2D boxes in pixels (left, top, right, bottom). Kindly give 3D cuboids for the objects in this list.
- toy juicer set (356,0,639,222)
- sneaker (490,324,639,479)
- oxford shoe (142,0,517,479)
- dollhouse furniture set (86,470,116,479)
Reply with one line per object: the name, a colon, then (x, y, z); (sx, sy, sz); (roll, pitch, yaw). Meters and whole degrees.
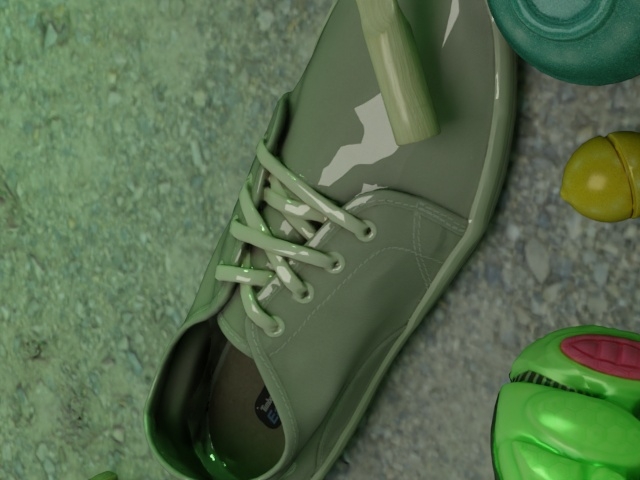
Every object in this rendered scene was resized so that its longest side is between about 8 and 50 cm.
toy juicer set: (0.153, -0.121, 1.051); (0.329, 0.089, 0.209); (10, 109, 25)
sneaker: (0.247, 0.252, 0.926); (0.483, 0.185, 0.202); (48, 149, -3)
oxford shoe: (0.000, 0.000, 1.179); (0.169, 0.130, 0.449); (40, 119, 31)
dollhouse furniture set: (-0.188, 0.278, 1.350); (0.129, 0.183, 0.129); (18, 110, 36)
